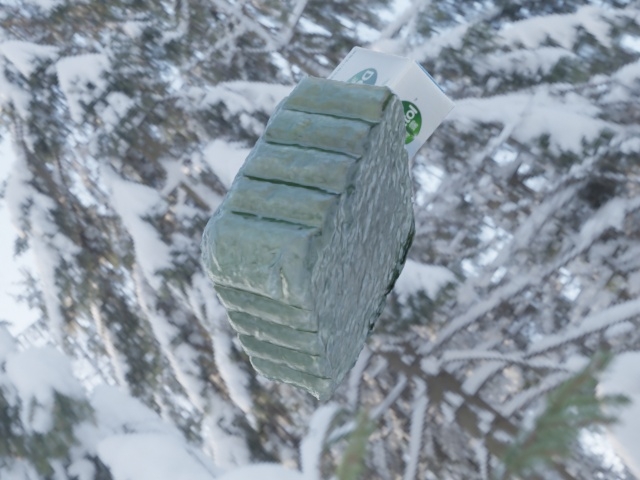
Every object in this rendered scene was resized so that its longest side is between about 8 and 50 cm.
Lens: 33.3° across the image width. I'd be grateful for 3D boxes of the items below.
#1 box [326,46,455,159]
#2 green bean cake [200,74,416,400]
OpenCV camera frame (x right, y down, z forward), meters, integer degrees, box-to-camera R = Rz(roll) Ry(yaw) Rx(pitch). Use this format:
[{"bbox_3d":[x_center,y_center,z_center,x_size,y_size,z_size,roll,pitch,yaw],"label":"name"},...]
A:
[{"bbox_3d":[0.022,-0.096,1.081,0.194,0.139,0.073,-49,-62,-4],"label":"box"},{"bbox_3d":[0.000,0.000,0.778,0.185,0.094,0.183,70,-142,-51],"label":"green bean cake"}]
